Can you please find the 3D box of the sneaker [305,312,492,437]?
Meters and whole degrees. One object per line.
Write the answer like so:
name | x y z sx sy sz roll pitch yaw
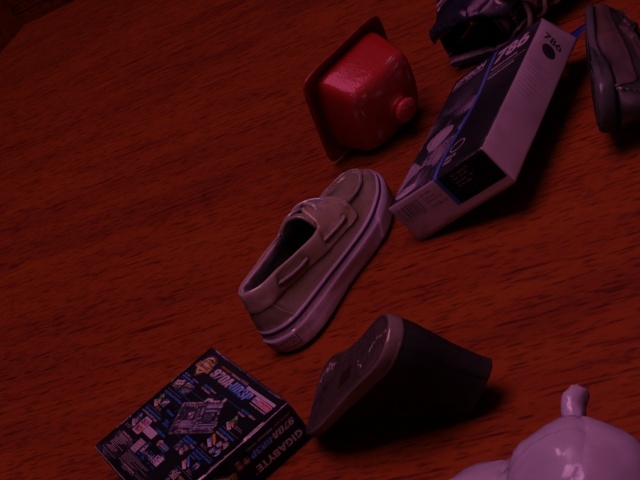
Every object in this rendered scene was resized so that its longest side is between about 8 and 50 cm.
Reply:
sneaker | 0.070 0.153 1.413 0.222 0.118 0.083 133 155 -57

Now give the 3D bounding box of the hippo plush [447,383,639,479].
hippo plush | 0.179 0.240 0.918 0.294 0.236 0.234 -25 26 20

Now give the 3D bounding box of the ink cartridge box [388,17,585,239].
ink cartridge box | 0.204 -0.153 1.744 0.165 0.065 0.332 -35 17 43

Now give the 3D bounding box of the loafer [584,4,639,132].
loafer | 0.350 -0.199 1.680 0.084 0.096 0.267 -6 30 10

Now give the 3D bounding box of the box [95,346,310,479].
box | -0.130 0.213 1.560 0.175 0.051 0.220 -41 26 -13

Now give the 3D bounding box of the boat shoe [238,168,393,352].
boat shoe | 0.000 0.000 1.727 0.109 0.094 0.302 -15 31 35

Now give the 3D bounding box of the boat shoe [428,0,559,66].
boat shoe | 0.296 -0.343 1.968 0.340 0.127 0.158 -25 32 38

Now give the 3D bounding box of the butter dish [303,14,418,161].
butter dish | 0.075 -0.188 1.943 0.118 0.160 0.160 26 62 36
